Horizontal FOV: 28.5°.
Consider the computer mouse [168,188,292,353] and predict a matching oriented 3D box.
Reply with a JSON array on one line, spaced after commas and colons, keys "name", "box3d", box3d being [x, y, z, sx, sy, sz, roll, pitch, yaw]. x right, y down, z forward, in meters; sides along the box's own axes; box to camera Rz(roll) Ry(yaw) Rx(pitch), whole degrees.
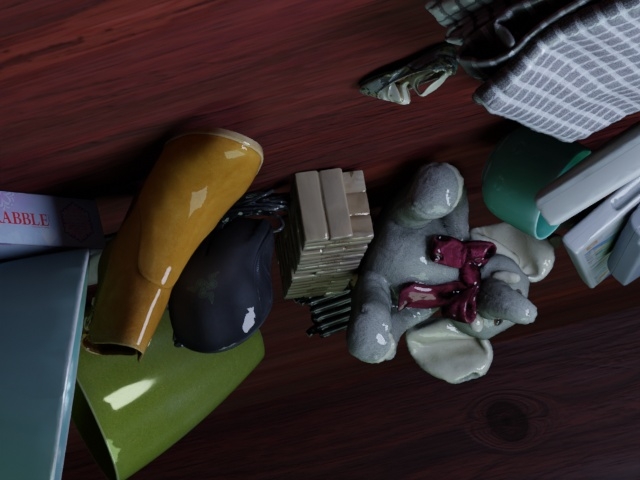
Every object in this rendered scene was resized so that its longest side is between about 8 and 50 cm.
[{"name": "computer mouse", "box3d": [-0.125, 0.021, 1.465, 0.189, 0.272, 0.072, -16, 125, 7]}]

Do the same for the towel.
[{"name": "towel", "box3d": [0.266, -0.188, 1.135, 0.235, 0.121, 0.284, -22, 164, 29]}]

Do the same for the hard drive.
[{"name": "hard drive", "box3d": [0.420, -0.147, 1.381, 0.233, 0.047, 0.353, -32, 177, -45]}]

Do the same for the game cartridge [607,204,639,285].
[{"name": "game cartridge", "box3d": [0.524, -0.060, 1.729, 0.297, 0.062, 0.198, -35, 165, -12]}]

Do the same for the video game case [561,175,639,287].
[{"name": "video game case", "box3d": [0.478, -0.060, 1.778, 0.300, 0.036, 0.329, -41, 162, 6]}]

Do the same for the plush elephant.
[{"name": "plush elephant", "box3d": [0.184, 0.058, 1.713, 0.255, 0.271, 0.330, 23, -178, -5]}]

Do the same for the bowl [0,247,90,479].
[{"name": "bowl", "box3d": [-0.349, 0.151, 1.356, 0.163, 0.311, 0.311, 8, 162, -10]}]

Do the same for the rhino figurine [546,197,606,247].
[{"name": "rhino figurine", "box3d": [0.377, -0.046, 1.878, 0.243, 0.106, 0.073, -4, 123, -39]}]

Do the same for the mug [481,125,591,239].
[{"name": "mug", "box3d": [0.264, -0.076, 1.566, 0.129, 0.097, 0.158, -58, 157, -1]}]

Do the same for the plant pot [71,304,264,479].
[{"name": "plant pot", "box3d": [-0.245, 0.187, 1.941, 0.294, 0.274, 0.275, -26, 171, -19]}]

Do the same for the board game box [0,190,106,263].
[{"name": "board game box", "box3d": [-0.465, 0.025, 1.405, 0.319, 0.065, 0.318, -23, 164, 33]}]

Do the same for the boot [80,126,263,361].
[{"name": "boot", "box3d": [-0.162, 0.016, 1.329, 0.104, 0.211, 0.295, 24, 153, -21]}]

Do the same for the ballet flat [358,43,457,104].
[{"name": "ballet flat", "box3d": [0.088, -0.158, 1.256, 0.114, 0.041, 0.041, -22, 164, 32]}]

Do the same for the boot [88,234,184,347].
[{"name": "boot", "box3d": [-0.197, 0.064, 1.617, 0.247, 0.161, 0.083, -15, 166, 6]}]

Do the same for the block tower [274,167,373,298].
[{"name": "block tower", "box3d": [0.000, 0.000, 1.684, 0.091, 0.097, 0.335, -7, 167, -8]}]

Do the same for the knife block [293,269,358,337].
[{"name": "knife block", "box3d": [0.101, 0.074, 2.076, 0.276, 0.088, 0.242, -23, -175, -21]}]
